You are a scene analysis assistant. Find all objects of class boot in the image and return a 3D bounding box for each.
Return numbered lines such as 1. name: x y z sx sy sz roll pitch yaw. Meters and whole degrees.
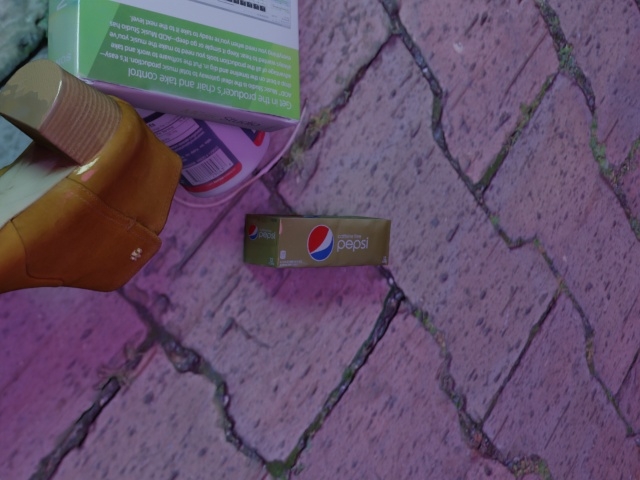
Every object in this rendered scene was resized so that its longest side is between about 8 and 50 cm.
1. boot: -0.230 0.016 0.762 0.295 0.104 0.211 -55 153 -6

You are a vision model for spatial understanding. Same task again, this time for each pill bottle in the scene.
1. pill bottle: -0.140 -0.137 0.932 0.180 0.108 0.108 50 63 -36

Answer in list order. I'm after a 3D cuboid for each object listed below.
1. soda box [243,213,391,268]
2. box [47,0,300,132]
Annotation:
1. soda box: 0.000 0.000 1.114 0.181 0.061 0.058 -1 96 -43
2. box: -0.124 -0.270 0.853 0.232 0.058 0.321 6 79 -41
